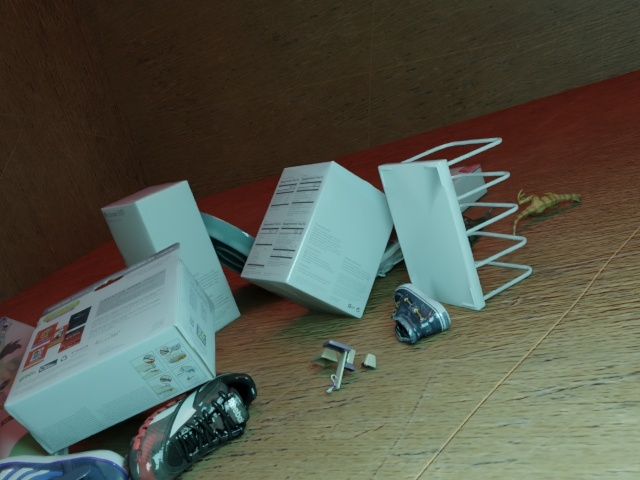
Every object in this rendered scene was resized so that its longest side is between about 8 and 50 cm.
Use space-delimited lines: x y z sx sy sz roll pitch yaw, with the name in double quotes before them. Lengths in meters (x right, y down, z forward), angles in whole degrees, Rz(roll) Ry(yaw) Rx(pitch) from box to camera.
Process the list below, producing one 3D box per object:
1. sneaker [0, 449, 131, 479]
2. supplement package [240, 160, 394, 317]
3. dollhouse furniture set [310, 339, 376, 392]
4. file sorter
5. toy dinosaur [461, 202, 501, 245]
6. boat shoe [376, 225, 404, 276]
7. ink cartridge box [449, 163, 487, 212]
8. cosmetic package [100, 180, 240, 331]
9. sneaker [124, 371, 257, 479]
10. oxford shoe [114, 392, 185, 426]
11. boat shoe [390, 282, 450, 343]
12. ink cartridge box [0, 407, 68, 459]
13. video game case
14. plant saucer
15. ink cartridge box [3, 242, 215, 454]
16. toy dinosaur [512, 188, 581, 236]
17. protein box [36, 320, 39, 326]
"sneaker" -0.436 0.406 0.943 0.322 0.130 0.236 -14 11 6
"supplement package" 0.000 0.000 1.440 0.198 0.199 0.263 1 67 56
"dollhouse furniture set" 0.028 0.232 1.172 0.114 0.091 0.081 139 149 -63
"file sorter" 0.265 -0.039 1.301 0.173 0.278 0.192 -23 14 -24
"toy dinosaur" 0.332 -0.034 1.614 0.118 0.064 0.268 5 26 30
"boat shoe" 0.166 0.022 1.602 0.118 0.103 0.320 10 38 46
"ink cartridge box" 0.332 -0.134 1.919 0.217 0.092 0.158 -3 23 46
"cosmetic package" -0.362 0.053 1.662 0.155 0.366 0.197 -32 17 -38
"sneaker" -0.192 0.292 1.082 0.135 0.098 0.276 -15 14 30
"oxford shoe" -0.358 0.279 1.289 0.348 0.130 0.123 -11 37 27
"boat shoe" 0.156 0.131 1.243 0.083 0.065 0.183 -23 15 -14
"ink cartridge box" -0.550 0.376 1.182 0.224 0.056 0.181 -19 53 1
"video game case" -0.686 0.324 1.411 0.299 0.036 0.329 5 58 43
"plant saucer" -0.218 0.032 1.752 0.317 0.317 0.044 3 58 58
"ink cartridge box" -0.345 0.173 1.180 0.309 0.130 0.272 -25 30 6
"toy dinosaur" 0.487 -0.078 1.546 0.211 0.064 0.112 -25 16 -12
"protein box" -0.535 0.245 1.591 0.199 0.136 0.201 -19 18 -23
